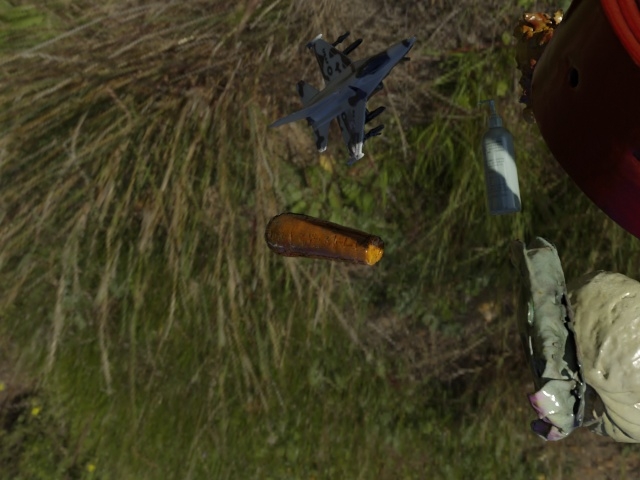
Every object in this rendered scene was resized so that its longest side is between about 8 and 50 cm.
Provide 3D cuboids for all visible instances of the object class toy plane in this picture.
[{"bbox_3d":[0.041,-0.176,0.921,0.234,0.160,0.082,-23,172,42],"label":"toy plane"}]

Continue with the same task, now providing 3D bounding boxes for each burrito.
[{"bbox_3d":[0.264,0.095,0.944,0.066,0.309,0.096,-6,127,14],"label":"burrito"}]

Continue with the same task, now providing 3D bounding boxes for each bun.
[{"bbox_3d":[0.392,0.163,1.113,0.244,0.153,0.243,21,122,39],"label":"bun"}]

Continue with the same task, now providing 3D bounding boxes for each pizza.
[{"bbox_3d":[0.474,-0.384,1.711,0.081,0.228,0.289,-19,158,-22],"label":"pizza"}]

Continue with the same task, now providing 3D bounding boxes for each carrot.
[{"bbox_3d":[0.000,0.000,0.945,0.161,0.055,0.055,10,145,42],"label":"carrot"}]

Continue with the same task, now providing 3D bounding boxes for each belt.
[{"bbox_3d":[0.304,-0.076,0.515,0.324,0.227,0.115,25,149,6],"label":"belt"}]

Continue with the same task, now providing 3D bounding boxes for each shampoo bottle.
[{"bbox_3d":[0.298,-0.142,1.347,0.056,0.195,0.056,-5,175,0],"label":"shampoo bottle"}]
